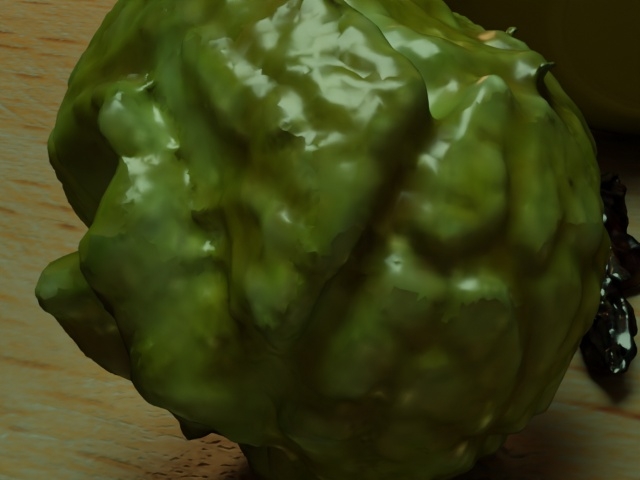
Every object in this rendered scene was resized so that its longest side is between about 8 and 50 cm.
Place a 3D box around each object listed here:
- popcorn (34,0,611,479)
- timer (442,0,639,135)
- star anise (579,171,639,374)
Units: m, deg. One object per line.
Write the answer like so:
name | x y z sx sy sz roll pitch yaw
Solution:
popcorn | 0.006 -0.005 0.927 0.282 0.247 0.282 23 1 0
timer | 0.217 -0.266 1.336 0.376 0.376 0.387 -7 40 4
star anise | 0.120 -0.001 1.096 0.157 0.053 0.212 29 29 7
